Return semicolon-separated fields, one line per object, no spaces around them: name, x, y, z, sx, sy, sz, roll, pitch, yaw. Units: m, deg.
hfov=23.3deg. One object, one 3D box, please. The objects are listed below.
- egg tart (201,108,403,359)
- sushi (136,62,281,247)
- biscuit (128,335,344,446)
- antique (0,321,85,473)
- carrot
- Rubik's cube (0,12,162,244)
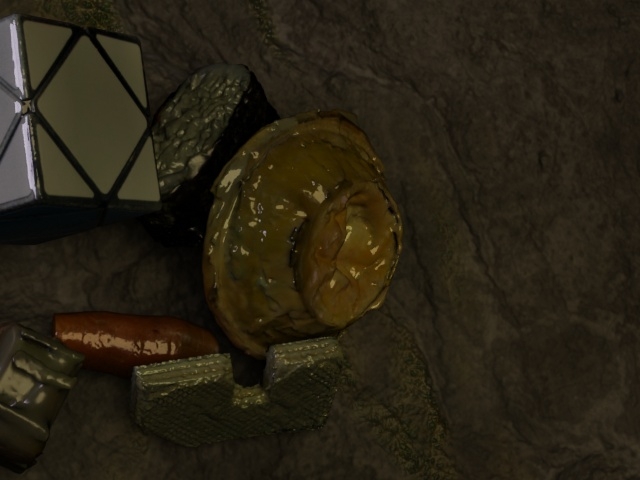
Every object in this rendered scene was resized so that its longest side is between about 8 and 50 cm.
egg tart;0.000;0.000;1.808;0.315;0.120;0.315;-14;110;-43
sushi;-0.134;-0.096;1.815;0.225;0.124;0.127;-58;139;-27
biscuit;-0.097;0.178;1.786;0.250;0.147;0.046;-5;51;-19
antique;-0.330;0.162;1.631;0.150;0.284;0.125;27;73;-15
carrot;-0.214;0.122;1.787;0.193;0.087;0.087;11;77;-20
Rubik's cube;-0.320;-0.113;1.686;0.205;0.205;0.207;2;79;-57
